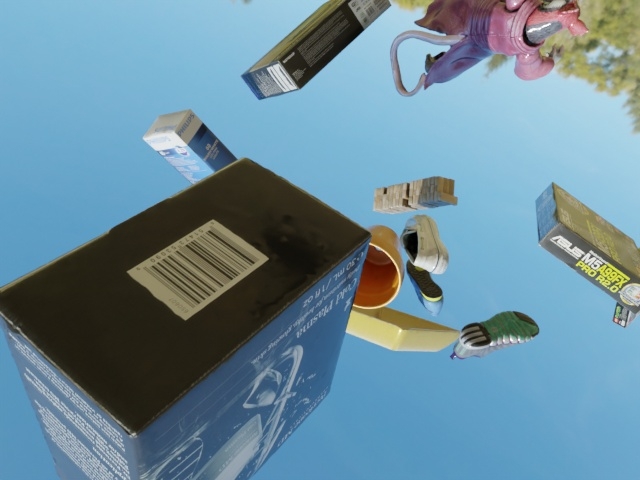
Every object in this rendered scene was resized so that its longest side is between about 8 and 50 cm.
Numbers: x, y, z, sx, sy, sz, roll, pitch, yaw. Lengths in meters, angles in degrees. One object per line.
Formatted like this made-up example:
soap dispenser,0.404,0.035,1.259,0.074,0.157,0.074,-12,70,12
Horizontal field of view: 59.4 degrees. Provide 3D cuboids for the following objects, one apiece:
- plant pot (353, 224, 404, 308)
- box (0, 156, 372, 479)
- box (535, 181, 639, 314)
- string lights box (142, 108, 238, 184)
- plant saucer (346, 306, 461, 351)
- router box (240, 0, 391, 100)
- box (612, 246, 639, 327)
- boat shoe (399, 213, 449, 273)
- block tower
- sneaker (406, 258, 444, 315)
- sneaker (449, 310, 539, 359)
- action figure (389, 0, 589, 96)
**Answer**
plant pot,0.139,0.051,1.531,0.205,0.205,0.188,29,-147,6
box,-0.197,0.196,0.945,0.297,0.471,0.480,33,-133,21
box,0.530,0.003,1.103,0.216,0.060,0.270,37,-152,3
string lights box,-0.277,-0.186,1.332,0.133,0.259,0.076,3,-123,42
plant saucer,0.204,0.261,1.689,0.333,0.080,0.333,14,-179,44
router box,-0.017,-0.462,1.306,0.081,0.309,0.243,51,164,-23
box,0.752,0.101,1.326,0.114,0.207,0.036,-33,-137,-24
boat shoe,0.211,-0.006,1.217,0.076,0.083,0.226,14,-161,-13
block tower,0.338,-0.161,2.028,0.091,0.097,0.335,10,172,-36
sneaker,0.288,0.129,1.575,0.069,0.082,0.209,-12,-145,-4
sneaker,0.406,0.228,1.324,0.224,0.098,0.083,-4,-129,-23
action figure,0.309,-0.399,1.009,0.276,0.248,0.370,-25,-155,-12
